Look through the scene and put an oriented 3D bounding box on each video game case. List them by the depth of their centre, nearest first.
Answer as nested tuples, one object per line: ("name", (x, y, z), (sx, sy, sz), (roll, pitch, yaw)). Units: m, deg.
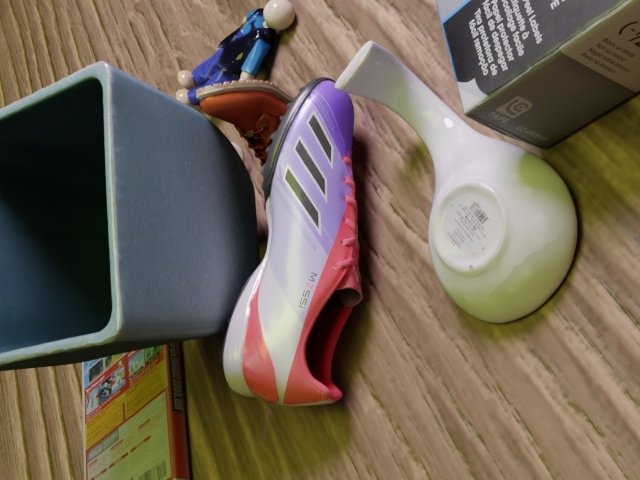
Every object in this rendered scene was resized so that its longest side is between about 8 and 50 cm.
("video game case", (-0.233, 0.199, 1.153), (0.204, 0.025, 0.285), (-39, 48, 36))

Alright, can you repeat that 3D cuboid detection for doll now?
("doll", (-0.099, -0.226, 1.145), (0.189, 0.046, 0.129), (-34, 41, 31))

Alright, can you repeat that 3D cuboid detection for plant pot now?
("plant pot", (-0.193, 0.000, 0.952), (0.247, 0.252, 0.248), (-15, 74, 36))

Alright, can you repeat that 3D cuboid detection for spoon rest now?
("spoon rest", (0.115, -0.055, 0.794), (0.137, 0.084, 0.276), (-49, 56, 29))

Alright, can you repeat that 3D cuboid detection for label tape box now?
("label tape box", (0.235, -0.262, 0.677), (0.347, 0.115, 0.249), (-34, 54, 41))

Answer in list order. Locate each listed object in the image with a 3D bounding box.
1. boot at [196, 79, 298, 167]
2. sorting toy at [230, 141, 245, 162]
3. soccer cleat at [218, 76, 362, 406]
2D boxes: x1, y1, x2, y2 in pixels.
("boot", (-0.058, -0.113, 0.957), (0.059, 0.157, 0.085), (-9, 76, 48))
("sorting toy", (-0.174, -0.009, 1.134), (0.193, 0.038, 0.208), (-1, 77, 38))
("soccer cleat", (0.000, 0.000, 0.897), (0.116, 0.108, 0.318), (8, 79, 31))
